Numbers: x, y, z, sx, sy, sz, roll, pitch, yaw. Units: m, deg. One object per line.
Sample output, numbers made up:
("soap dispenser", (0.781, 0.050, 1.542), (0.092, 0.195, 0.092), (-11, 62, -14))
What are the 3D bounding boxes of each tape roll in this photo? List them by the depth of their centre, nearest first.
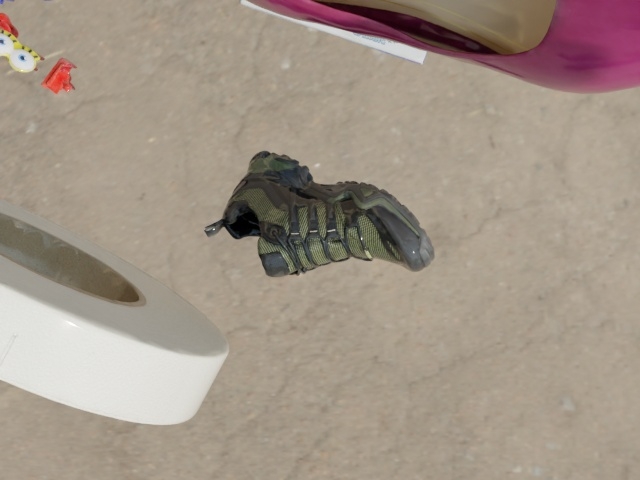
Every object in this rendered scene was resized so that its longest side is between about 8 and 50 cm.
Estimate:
("tape roll", (-0.267, 0.040, 1.028), (0.392, 0.392, 0.072), (27, 93, -25))

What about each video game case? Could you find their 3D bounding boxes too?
("video game case", (0.024, -0.329, 1.521), (0.244, 0.269, 0.061), (18, 111, -7))

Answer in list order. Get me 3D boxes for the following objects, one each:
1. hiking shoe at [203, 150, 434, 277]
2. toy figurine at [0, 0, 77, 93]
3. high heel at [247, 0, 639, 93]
("hiking shoe", (0.000, 0.000, 1.068), (0.114, 0.227, 0.086), (-55, 143, -19))
("toy figurine", (-0.385, -0.370, 1.371), (0.362, 0.191, 0.217), (39, 95, 2))
("high heel", (0.054, -0.154, 0.637), (0.181, 0.377, 0.127), (-3, 103, -32))
